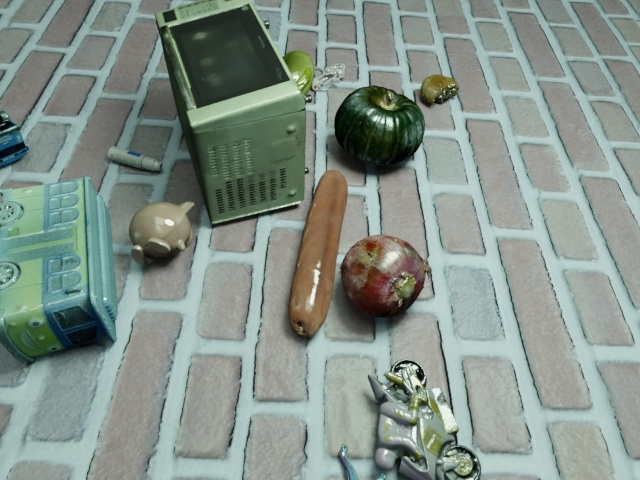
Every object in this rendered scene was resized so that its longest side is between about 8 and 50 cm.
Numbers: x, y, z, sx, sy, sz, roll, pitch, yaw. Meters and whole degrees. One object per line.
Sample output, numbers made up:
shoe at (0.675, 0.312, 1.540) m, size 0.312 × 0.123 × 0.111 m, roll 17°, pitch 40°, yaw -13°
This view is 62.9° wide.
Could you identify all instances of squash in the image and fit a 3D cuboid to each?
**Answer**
squash at (0.142, -0.274, 1.251) m, size 0.218 × 0.172 × 0.218 m, roll 14°, pitch 20°, yaw -6°

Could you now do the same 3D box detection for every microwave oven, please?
microwave oven at (-0.182, -0.297, 1.138) m, size 0.247 × 0.333 × 0.394 m, roll -16°, pitch 55°, yaw -13°

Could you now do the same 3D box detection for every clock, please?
clock at (0.015, -0.465, 1.480) m, size 0.129 × 0.041 × 0.087 m, roll -18°, pitch 50°, yaw -12°

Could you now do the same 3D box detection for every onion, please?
onion at (0.102, 0.060, 1.004) m, size 0.160 × 0.159 × 0.195 m, roll -31°, pitch 30°, yaw -26°

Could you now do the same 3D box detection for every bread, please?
bread at (0.324, -0.421, 1.458) m, size 0.113 × 0.060 × 0.082 m, roll -22°, pitch 56°, yaw -23°

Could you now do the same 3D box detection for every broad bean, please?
broad bean at (-0.075, -0.450, 1.418) m, size 0.125 × 0.082 × 0.174 m, roll -24°, pitch 52°, yaw 27°

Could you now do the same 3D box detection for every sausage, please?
sausage at (0.002, -0.001, 1.071) m, size 0.088 × 0.087 × 0.433 m, roll 9°, pitch 51°, yaw 2°

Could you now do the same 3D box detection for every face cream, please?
face cream at (-0.428, -0.187, 1.218) m, size 0.130 × 0.034 × 0.034 m, roll 17°, pitch 51°, yaw 9°

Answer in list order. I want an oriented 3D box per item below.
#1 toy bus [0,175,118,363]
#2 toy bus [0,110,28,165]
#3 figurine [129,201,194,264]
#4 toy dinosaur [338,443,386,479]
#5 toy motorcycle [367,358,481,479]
toy bus at (-0.480, 0.044, 0.951) m, size 0.190 × 0.152 × 0.312 m, roll -11°, pitch 52°, yaw -14°
toy bus at (-0.754, -0.248, 1.193) m, size 0.185 × 0.106 × 0.090 m, roll 35°, pitch 52°, yaw 28°
figurine at (-0.315, -0.018, 1.043) m, size 0.125 × 0.125 × 0.138 m, roll 12°, pitch 38°, yaw 4°
toy dinosaur at (0.069, 0.396, 0.781) m, size 0.080 × 0.045 × 0.197 m, roll -16°, pitch 46°, yaw -2°
toy motorcycle at (0.145, 0.305, 0.843) m, size 0.152 × 0.073 × 0.225 m, roll -19°, pitch 55°, yaw -16°
